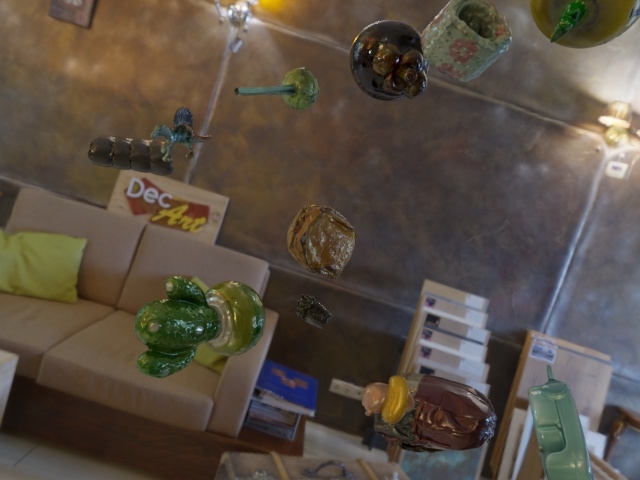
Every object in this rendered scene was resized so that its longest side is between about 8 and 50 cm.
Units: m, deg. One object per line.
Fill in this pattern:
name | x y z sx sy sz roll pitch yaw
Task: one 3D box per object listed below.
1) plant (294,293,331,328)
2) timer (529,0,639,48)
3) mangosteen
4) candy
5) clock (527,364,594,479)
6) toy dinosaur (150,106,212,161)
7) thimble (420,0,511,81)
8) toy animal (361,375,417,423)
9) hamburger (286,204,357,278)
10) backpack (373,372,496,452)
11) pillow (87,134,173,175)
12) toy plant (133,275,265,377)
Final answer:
plant | -0.031 0.265 1.854 0.143 0.092 0.094 36 -21 3
timer | 0.604 -0.555 1.140 0.285 0.285 0.285 18 6 -2
mangosteen | 0.240 -0.583 1.641 0.274 0.275 0.302 15 29 -26
candy | -0.092 -0.327 1.079 0.092 0.093 0.335 52 28 2
clock | 0.511 0.417 1.072 0.094 0.224 0.274 -13 38 18
toy dinosaur | -0.273 -0.217 0.991 0.044 0.106 0.187 25 43 21
thimble | 0.366 -0.519 1.274 0.210 0.186 0.149 -12 -15 -30
toy animal | 0.149 0.343 1.047 0.114 0.092 0.082 -23 -33 22
hamburger | 0.000 0.000 1.665 0.244 0.245 0.163 14 -3 -38
backpack | 0.335 0.495 1.420 0.317 0.197 0.283 6 7 21
pillow | -0.557 -0.259 1.492 0.227 0.101 0.326 4 8 -19
toy plant | -0.284 0.190 1.158 0.184 0.224 0.315 13 8 33
